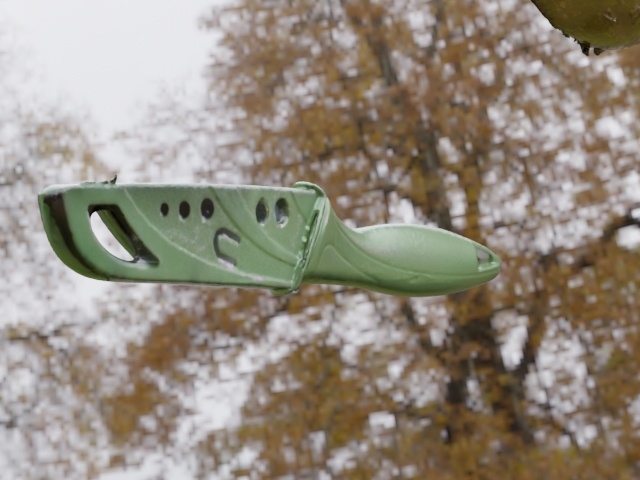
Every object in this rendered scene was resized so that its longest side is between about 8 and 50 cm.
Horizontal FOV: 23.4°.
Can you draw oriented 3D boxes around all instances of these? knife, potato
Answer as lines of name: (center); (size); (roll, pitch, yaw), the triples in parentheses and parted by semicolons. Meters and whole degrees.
knife: (-0.002, 0.000, 0.583); (0.020, 0.043, 0.293); (0, -1, 33)
potato: (0.291, -0.256, 1.511); (0.098, 0.138, 0.243); (-8, 8, 42)
